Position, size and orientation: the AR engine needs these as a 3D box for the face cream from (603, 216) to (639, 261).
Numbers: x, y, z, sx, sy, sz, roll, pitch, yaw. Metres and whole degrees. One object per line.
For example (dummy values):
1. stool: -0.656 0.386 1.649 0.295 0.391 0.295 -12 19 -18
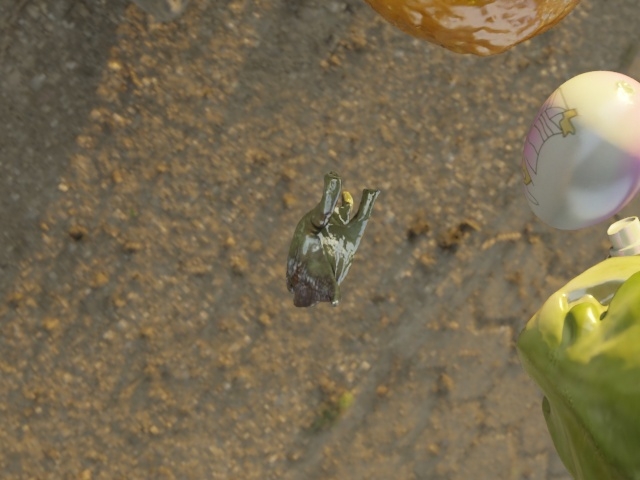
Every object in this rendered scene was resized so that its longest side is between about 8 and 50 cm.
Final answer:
1. face cream: 0.363 0.084 1.174 0.075 0.075 0.229 -31 98 -21

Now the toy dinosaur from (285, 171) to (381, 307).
1. toy dinosaur: 0.007 0.003 1.325 0.294 0.077 0.162 -61 172 -86

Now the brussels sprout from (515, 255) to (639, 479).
1. brussels sprout: 0.357 0.150 1.008 0.281 0.354 0.289 -33 146 -46

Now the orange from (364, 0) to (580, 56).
1. orange: 0.154 -0.364 1.125 0.340 0.341 0.293 8 141 -44

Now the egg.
1. egg: 0.396 -0.130 1.673 0.196 0.196 0.271 -18 161 -31
